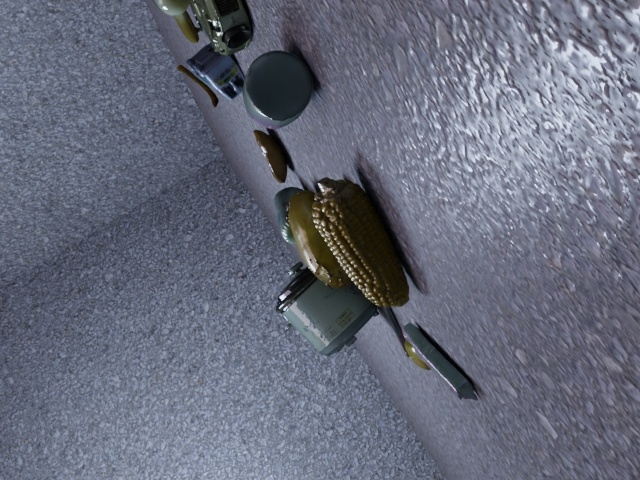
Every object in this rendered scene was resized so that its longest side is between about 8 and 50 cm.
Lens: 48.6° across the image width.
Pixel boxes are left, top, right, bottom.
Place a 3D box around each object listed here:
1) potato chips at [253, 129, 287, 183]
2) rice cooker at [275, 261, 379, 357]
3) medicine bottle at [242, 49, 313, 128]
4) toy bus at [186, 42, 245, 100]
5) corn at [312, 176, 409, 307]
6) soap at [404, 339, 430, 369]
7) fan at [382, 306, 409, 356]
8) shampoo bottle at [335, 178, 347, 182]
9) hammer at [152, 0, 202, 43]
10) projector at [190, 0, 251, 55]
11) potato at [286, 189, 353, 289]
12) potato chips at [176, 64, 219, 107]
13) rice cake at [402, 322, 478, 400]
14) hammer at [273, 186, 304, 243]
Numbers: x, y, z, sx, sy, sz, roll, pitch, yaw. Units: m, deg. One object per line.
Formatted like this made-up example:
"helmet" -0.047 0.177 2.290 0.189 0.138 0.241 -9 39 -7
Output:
"potato chips" -0.147 -0.266 2.235 0.195 0.061 0.208 59 177 46
"rice cooker" 0.012 0.190 2.197 0.317 0.316 0.264 58 -164 -1
"medicine bottle" -0.088 -0.291 1.398 0.135 0.135 0.168 59 172 -5
"toy bus" -0.322 -0.522 2.193 0.136 0.109 0.330 51 177 -28
"corn" 0.086 0.007 1.508 0.347 0.130 0.130 59 174 -28
"soap" 0.263 0.302 1.888 0.089 0.045 0.140 54 174 -2
"fan" 0.213 0.238 2.069 0.057 0.023 0.282 28 150 60
"shampoo bottle" 0.083 -0.051 1.627 0.191 0.041 0.069 61 167 -21
"hammer" -0.444 -0.721 2.214 0.202 0.113 0.305 58 179 29
"projector" -0.232 -0.524 1.592 0.194 0.088 0.269 60 174 12
"potato" 0.000 0.000 2.027 0.300 0.140 0.173 62 177 5
"potato chips" -0.387 -0.498 2.259 0.204 0.037 0.026 46 174 16
"rice cake" 0.281 0.295 1.711 0.081 0.051 0.290 45 -179 -32
"hammer" -0.026 -0.013 2.269 0.335 0.118 0.206 51 -165 -39
